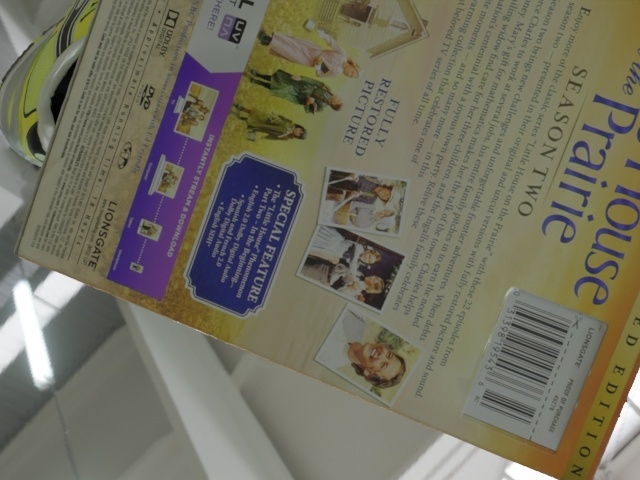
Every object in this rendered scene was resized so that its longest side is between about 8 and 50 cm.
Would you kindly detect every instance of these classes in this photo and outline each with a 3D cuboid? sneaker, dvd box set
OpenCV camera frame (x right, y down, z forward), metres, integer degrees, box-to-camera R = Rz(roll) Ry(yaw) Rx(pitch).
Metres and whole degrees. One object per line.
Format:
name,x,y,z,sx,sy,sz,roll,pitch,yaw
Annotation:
sneaker,-0.160,-0.220,0.798,0.385,0.145,0.147,-55,-146,3
dvd box set,0.034,-0.057,0.554,0.420,0.062,0.308,20,-85,8
